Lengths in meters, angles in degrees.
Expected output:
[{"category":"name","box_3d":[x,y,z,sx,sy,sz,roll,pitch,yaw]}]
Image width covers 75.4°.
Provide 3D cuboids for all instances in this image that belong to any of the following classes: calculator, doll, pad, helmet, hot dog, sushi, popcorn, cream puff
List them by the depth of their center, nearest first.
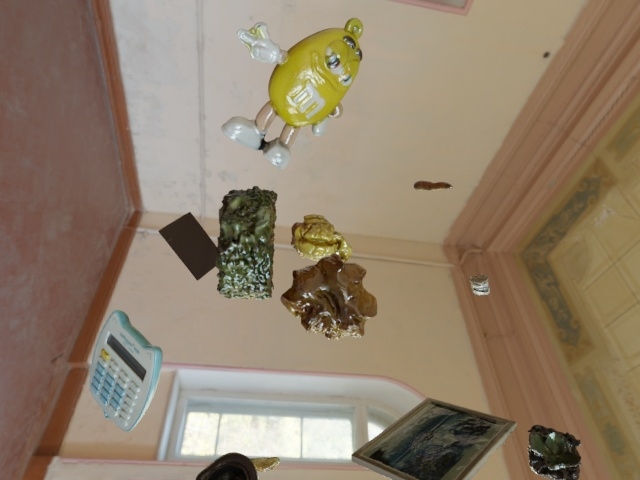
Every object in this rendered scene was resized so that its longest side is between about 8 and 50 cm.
[{"category":"helmet","box_3d":[-0.204,0.581,0.913,0.177,0.153,0.107,-58,140,-47]},{"category":"hot dog","box_3d":[-0.154,0.603,1.112,0.030,0.090,0.034,89,-2,-52]},{"category":"doll","box_3d":[-0.077,-0.398,1.123,0.161,0.348,0.423,56,-41,42]},{"category":"cream puff","box_3d":[0.021,0.159,1.156,0.155,0.269,0.241,-10,93,-88]},{"category":"calculator","box_3d":[-0.603,0.410,1.265,0.054,0.256,0.386,-14,137,-62]},{"category":"sushi","box_3d":[-0.225,-0.001,1.274,0.294,0.178,0.352,102,-12,-55]},{"category":"pad","box_3d":[-0.504,0.020,1.641,0.004,0.243,0.163,-26,-168,47]},{"category":"popcorn","box_3d":[0.000,0.000,2.045,0.225,0.332,0.265,-63,173,9]}]

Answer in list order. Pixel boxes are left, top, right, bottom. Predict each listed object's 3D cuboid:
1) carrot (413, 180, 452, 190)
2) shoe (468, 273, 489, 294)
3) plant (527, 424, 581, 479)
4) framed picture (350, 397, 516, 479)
[{"category":"carrot","box_3d":[0.367,-0.177,1.359,0.165,0.036,0.035,18,-78,58]},{"category":"shoe","box_3d":[0.742,0.212,1.934,0.180,0.089,0.092,-10,91,-70]},{"category":"plant","box_3d":[0.645,0.593,1.152,0.131,0.142,0.203,-67,153,-22]},{"category":"framed picture","box_3d":[0.254,0.440,0.907,0.232,0.315,0.024,-3,-85,46]}]
